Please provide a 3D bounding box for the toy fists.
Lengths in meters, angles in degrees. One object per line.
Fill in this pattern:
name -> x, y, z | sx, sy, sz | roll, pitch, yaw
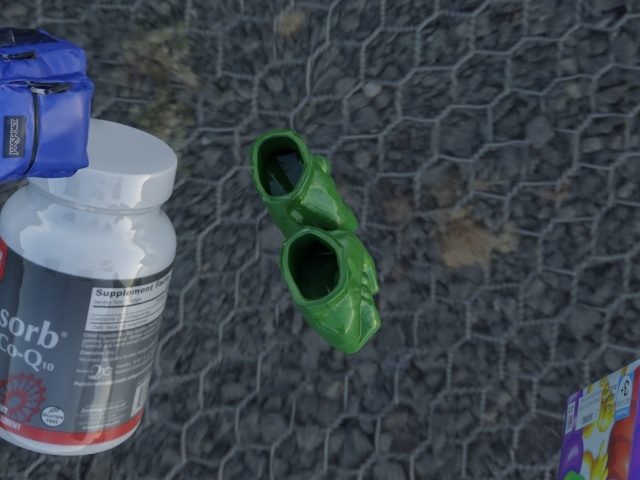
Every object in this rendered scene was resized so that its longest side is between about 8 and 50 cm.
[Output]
toy fists -> 0.000, 0.000, 1.538 | 0.096, 0.142, 0.279 | -23, 57, 4

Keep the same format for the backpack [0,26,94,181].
backpack -> -0.207, -0.082, 0.809 | 0.120, 0.101, 0.098 | -7, 110, -36

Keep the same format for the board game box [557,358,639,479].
board game box -> 0.213, 0.228, 0.764 | 0.142, 0.144, 0.275 | 12, 73, -3

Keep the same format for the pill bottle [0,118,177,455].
pill bottle -> -0.286, 0.053, 1.546 | 0.210, 0.210, 0.363 | 13, 113, -2
